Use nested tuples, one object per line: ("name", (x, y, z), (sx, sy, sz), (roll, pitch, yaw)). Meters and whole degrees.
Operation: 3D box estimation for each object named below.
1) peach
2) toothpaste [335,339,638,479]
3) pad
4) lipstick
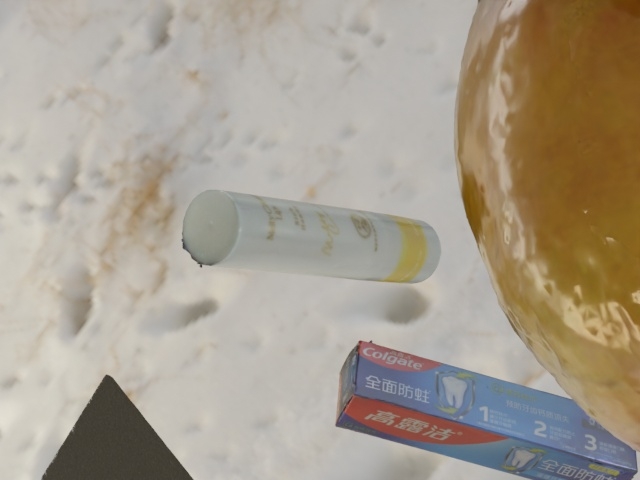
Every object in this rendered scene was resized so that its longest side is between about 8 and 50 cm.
("peach", (0.227, -0.048, 0.846), (0.290, 0.372, 0.372), (-29, 42, 18))
("toothpaste", (0.176, 0.191, 1.561), (0.066, 0.320, 0.076), (115, 167, -44))
("pad", (-0.154, 0.233, 1.258), (0.211, 0.003, 0.143), (47, 118, 26))
("lipstick", (0.000, 0.000, 1.160), (0.059, 0.264, 0.059), (-4, 84, 37))
